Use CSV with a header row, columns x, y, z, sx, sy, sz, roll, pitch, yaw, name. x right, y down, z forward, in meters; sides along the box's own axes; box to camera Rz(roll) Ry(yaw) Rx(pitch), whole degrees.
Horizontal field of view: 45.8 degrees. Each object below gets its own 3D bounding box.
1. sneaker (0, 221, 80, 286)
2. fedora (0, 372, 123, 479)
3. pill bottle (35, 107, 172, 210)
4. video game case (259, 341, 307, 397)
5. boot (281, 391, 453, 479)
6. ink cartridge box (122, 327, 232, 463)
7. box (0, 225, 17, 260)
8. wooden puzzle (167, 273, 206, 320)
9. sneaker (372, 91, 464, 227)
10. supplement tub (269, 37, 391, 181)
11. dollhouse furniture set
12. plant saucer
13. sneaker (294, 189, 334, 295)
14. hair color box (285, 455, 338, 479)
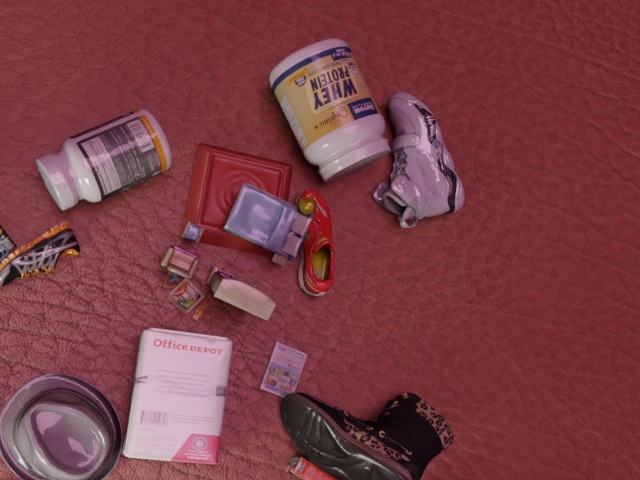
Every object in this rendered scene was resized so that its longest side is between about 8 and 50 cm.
x,y,z,sx,sy,sz,roll,pitch,yaw,name
-0.640,0.044,1.712,0.215,0.084,0.083,-38,97,-23,sneaker
-0.557,0.418,1.633,0.244,0.124,0.275,-43,94,-23,fedora
-0.502,-0.187,1.768,0.278,0.162,0.162,-29,89,-22,pill bottle
-0.092,0.324,1.879,0.087,0.011,0.122,24,71,-14,video game case
0.119,0.455,1.840,0.284,0.377,0.138,-20,128,-50,boot
-0.325,0.356,1.732,0.207,0.117,0.283,10,75,-17,ink cartridge box
-0.733,0.005,1.659,0.027,0.137,0.094,34,66,20,box
-0.324,0.134,1.838,0.116,0.014,0.078,40,68,-7,wooden puzzle
0.231,-0.214,2.044,0.210,0.137,0.366,-26,91,-25,sneaker
0.029,-0.330,1.951,0.228,0.228,0.316,-24,87,-22,supplement tub
-0.175,-0.013,1.775,0.286,0.198,0.303,27,88,-15,dollhouse furniture set
-0.202,-0.107,1.918,0.259,0.048,0.258,12,74,-17,plant saucer
0.000,0.000,1.926,0.107,0.118,0.279,-3,79,-21,sneaker
-0.009,0.572,1.821,0.141,0.072,0.043,35,69,-8,hair color box
